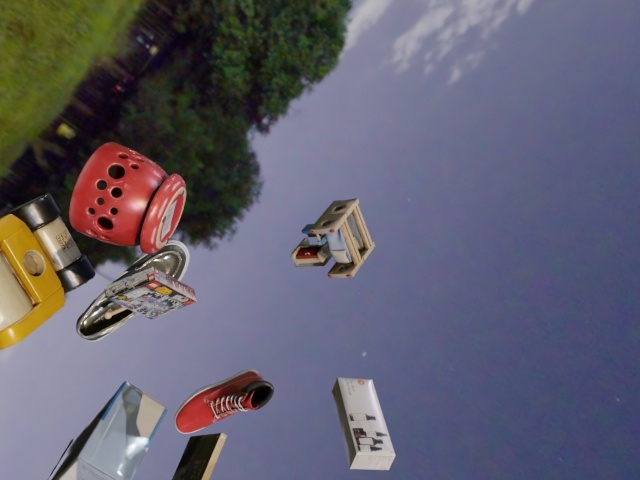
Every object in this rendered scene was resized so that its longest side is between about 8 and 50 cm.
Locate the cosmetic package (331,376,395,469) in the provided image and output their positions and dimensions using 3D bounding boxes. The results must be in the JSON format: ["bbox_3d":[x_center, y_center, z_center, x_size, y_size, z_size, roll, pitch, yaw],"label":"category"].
[{"bbox_3d":[0.100,0.435,1.697,0.239,0.099,0.060,-107,-149,-53],"label":"cosmetic package"}]

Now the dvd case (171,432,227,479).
[{"bbox_3d":[-0.247,0.455,1.266,0.164,0.018,0.221,-28,-145,56],"label":"dvd case"}]

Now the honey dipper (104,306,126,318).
[{"bbox_3d":[-0.436,0.149,1.661,0.160,0.030,0.030,-25,-152,5],"label":"honey dipper"}]

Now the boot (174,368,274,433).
[{"bbox_3d":[-0.235,0.400,1.708,0.244,0.088,0.176,-28,-170,-16],"label":"boot"}]

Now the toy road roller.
[{"bbox_3d":[-0.628,0.069,1.374,0.240,0.202,0.329,-18,-162,22],"label":"toy road roller"}]

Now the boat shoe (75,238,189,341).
[{"bbox_3d":[-0.449,0.131,1.716,0.335,0.121,0.119,-45,-169,-9],"label":"boat shoe"}]

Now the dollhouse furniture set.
[{"bbox_3d":[0.000,0.000,1.588,0.183,0.129,0.129,-4,-150,34],"label":"dollhouse furniture set"}]

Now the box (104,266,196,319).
[{"bbox_3d":[-0.282,0.090,1.181,0.094,0.137,0.027,-22,-115,12],"label":"box"}]

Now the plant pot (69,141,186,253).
[{"bbox_3d":[-0.368,-0.077,1.389,0.191,0.174,0.191,21,90,-89],"label":"plant pot"}]

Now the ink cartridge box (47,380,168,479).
[{"bbox_3d":[-0.509,0.503,1.626,0.307,0.129,0.223,-45,-165,36],"label":"ink cartridge box"}]
